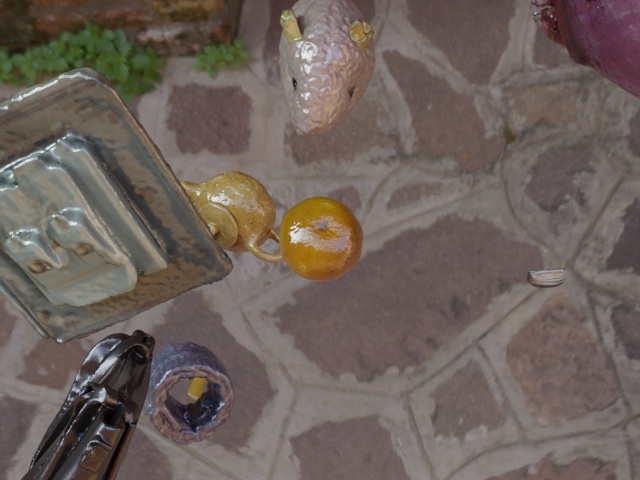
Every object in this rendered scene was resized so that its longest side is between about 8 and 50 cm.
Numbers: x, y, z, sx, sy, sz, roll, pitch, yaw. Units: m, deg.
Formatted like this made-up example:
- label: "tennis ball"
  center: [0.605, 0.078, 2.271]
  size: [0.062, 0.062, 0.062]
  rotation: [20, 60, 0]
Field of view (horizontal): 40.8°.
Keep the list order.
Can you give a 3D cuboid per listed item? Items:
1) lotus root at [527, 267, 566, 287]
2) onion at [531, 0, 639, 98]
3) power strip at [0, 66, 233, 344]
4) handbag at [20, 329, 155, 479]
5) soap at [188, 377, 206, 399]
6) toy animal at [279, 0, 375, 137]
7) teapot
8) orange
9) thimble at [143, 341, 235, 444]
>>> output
- label: "lotus root"
  center: [0.470, 0.082, 1.792]
  size: [0.083, 0.030, 0.037]
  rotation: [-4, 67, -8]
- label: "onion"
  center: [0.260, -0.199, 0.664]
  size: [0.159, 0.348, 0.267]
  rotation: [-31, 92, -32]
- label: "power strip"
  center: [-0.201, -0.009, 0.681]
  size: [0.198, 0.213, 0.064]
  rotation: [-24, 29, 19]
- label: "handbag"
  center: [-0.294, 0.259, 1.090]
  size: [0.113, 0.285, 0.257]
  rotation: [28, 104, -8]
- label: "soap"
  center: [-0.272, 0.319, 1.919]
  size: [0.034, 0.012, 0.089]
  rotation: [37, 37, -14]
- label: "toy animal"
  center: [0.012, -0.368, 1.665]
  size: [0.188, 0.226, 0.358]
  rotation: [3, 41, -4]
- label: "teapot"
  center: [-0.214, -0.047, 2.080]
  size: [0.311, 0.203, 0.167]
  rotation: [40, 42, 7]
- label: "orange"
  center: [0.000, 0.000, 1.580]
  size: [0.159, 0.136, 0.159]
  rotation: [3, 69, -8]
- label: "thimble"
  center: [-0.215, 0.245, 1.393]
  size: [0.150, 0.150, 0.098]
  rotation: [-34, 28, -7]
